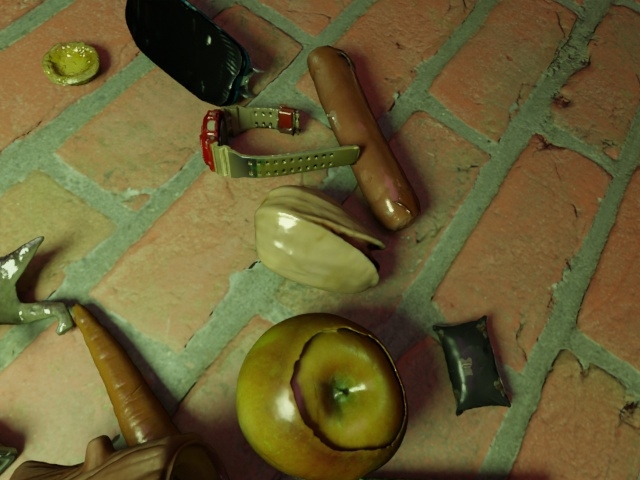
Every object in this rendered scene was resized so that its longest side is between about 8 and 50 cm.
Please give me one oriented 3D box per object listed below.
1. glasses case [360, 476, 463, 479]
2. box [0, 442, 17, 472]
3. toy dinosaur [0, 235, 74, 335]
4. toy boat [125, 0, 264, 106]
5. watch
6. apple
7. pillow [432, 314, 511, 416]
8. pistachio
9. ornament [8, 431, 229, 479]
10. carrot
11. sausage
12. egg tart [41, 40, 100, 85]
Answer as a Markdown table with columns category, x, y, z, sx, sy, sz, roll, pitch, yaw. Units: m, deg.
| category | x | y | z | sx | sy | sz | roll | pitch | yaw |
| --- | --- | --- | --- | --- | --- | --- | --- | --- | --- |
| glasses case | 0.182 | 0.396 | 0.588 | 0.271 | 0.062 | 0.096 | 6 | 63 | -7 |
| box | -0.472 | 0.299 | 0.517 | 0.062 | 0.089 | 0.122 | 34 | 67 | 17 |
| toy dinosaur | -0.504 | 0.119 | 0.583 | 0.294 | 0.077 | 0.162 | -33 | 77 | -18 |
| toy boat | -0.251 | -0.390 | 0.811 | 0.298 | 0.134 | 0.092 | 42 | 32 | 10 |
| watch | -0.079 | -0.183 | 0.742 | 0.267 | 0.102 | 0.165 | -8 | 49 | -11 |
| apple | 0.002 | 0.209 | 0.554 | 0.236 | 0.207 | 0.237 | 3 | 71 | -9 |
| pillow | 0.248 | 0.205 | 0.678 | 0.090 | 0.048 | 0.150 | -5 | 72 | -13 |
| pistachio | 0.000 | 0.000 | 0.666 | 0.229 | 0.157 | 0.158 | 23 | 67 | -12 |
| ornament | -0.217 | 0.334 | 0.440 | 0.217 | 0.221 | 0.236 | -21 | 53 | 2 |
| carrot | -0.273 | 0.226 | 0.590 | 0.069 | 0.069 | 0.336 | -34 | 72 | -19 |
| sausage | 0.074 | -0.210 | 0.789 | 0.094 | 0.094 | 0.420 | -30 | 71 | 27 |
| egg tart | -0.469 | -0.330 | 0.780 | 0.104 | 0.039 | 0.105 | 3 | 69 | -7 |
